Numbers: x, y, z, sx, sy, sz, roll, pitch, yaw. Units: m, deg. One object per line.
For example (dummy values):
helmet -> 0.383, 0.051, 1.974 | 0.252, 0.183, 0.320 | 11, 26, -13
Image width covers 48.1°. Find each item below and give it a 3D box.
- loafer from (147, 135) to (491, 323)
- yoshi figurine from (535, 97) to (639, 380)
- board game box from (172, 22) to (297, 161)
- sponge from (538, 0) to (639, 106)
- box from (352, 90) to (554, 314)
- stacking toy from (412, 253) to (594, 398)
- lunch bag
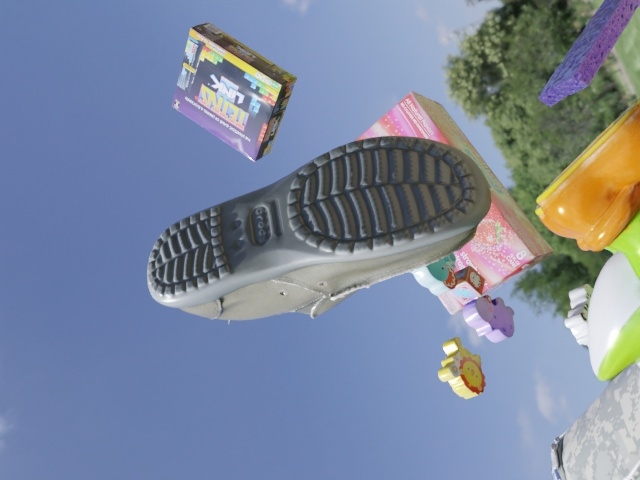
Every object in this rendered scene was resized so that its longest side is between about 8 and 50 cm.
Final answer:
loafer -> 0.000, 0.000, 0.517 | 0.087, 0.251, 0.094 | 49, -147, -53
yoshi figurine -> 0.335, 0.041, 0.485 | 0.362, 0.203, 0.203 | 46, -120, 10
board game box -> -0.134, -0.224, 1.084 | 0.170, 0.141, 0.048 | 34, -143, 13
sponge -> 0.422, -0.306, 1.102 | 0.031, 0.210, 0.117 | 36, 169, -4
box -> 0.189, -0.057, 1.076 | 0.300, 0.154, 0.142 | 57, -156, 15
stacking toy -> 0.122, 0.046, 0.635 | 0.221, 0.167, 0.052 | 41, -135, -15
lunch bag -> 0.437, 0.258, 0.842 | 0.212, 0.305, 0.256 | 4, -143, -30
